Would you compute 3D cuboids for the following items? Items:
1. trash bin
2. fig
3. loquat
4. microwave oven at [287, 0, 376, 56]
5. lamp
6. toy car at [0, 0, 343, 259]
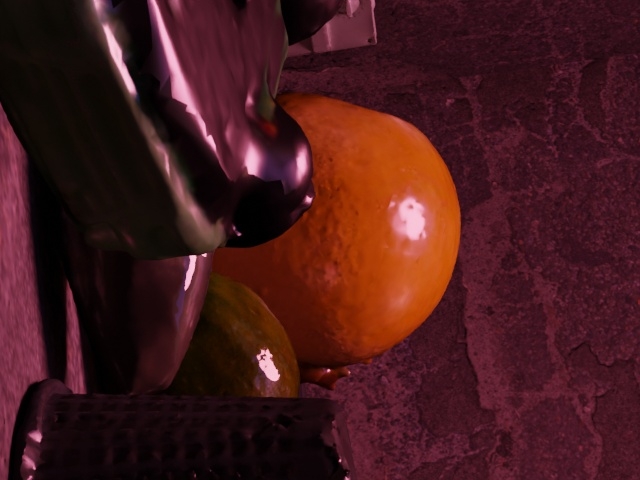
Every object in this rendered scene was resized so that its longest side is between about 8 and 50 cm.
[{"bbox_3d":[-0.057,0.147,0.748,0.175,0.161,0.176,172,-90,-90],"label":"trash bin"},{"bbox_3d":[-0.085,0.066,0.920,0.123,0.123,0.156,-95,165,-52],"label":"fig"},{"bbox_3d":[0.000,0.000,1.353,0.275,0.274,0.275,-8,90,-88],"label":"loquat"},{"bbox_3d":[-0.064,-0.224,1.201,0.162,0.208,0.122,-94,176,-57],"label":"microwave oven"},{"bbox_3d":[-0.106,-0.031,0.845,0.101,0.101,0.250,78,5,-68],"label":"lamp"},{"bbox_3d":[-0.094,-0.156,0.694,0.359,0.176,0.213,-82,159,-44],"label":"toy car"}]
